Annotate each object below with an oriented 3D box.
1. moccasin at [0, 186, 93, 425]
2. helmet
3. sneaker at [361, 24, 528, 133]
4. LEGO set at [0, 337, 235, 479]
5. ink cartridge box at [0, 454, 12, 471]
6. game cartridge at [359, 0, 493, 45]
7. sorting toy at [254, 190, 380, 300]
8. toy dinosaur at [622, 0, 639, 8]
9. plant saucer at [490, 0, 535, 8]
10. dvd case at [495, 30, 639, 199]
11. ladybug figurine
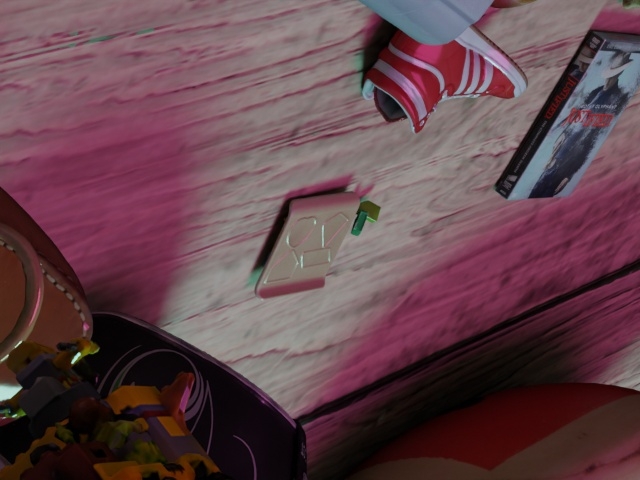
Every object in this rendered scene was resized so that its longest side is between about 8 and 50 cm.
[{"bbox_3d":[-0.186,0.014,0.667,0.139,0.147,0.380,-50,154,1],"label":"moccasin"},{"bbox_3d":[-0.101,0.134,0.967,0.161,0.169,0.169,-60,158,-19],"label":"helmet"},{"bbox_3d":[0.064,-0.083,1.053,0.067,0.042,0.118,-56,146,3],"label":"sneaker"},{"bbox_3d":[-0.192,0.102,0.541,0.331,0.192,0.255,-44,165,18],"label":"LEGO set"},{"bbox_3d":[-0.283,0.220,0.813,0.309,0.130,0.272,-15,139,-50],"label":"ink cartridge box"},{"bbox_3d":[0.094,-0.233,0.891,0.294,0.060,0.196,-53,150,8],"label":"game cartridge"},{"bbox_3d":[0.000,0.000,1.097,0.083,0.012,0.062,-10,129,-48],"label":"sorting toy"},{"bbox_3d":[0.251,-0.200,1.169,0.092,0.053,0.183,-24,150,-53],"label":"toy dinosaur"},{"bbox_3d":[0.120,-0.157,1.074,0.083,0.015,0.083,-37,151,-25],"label":"plant saucer"},{"bbox_3d":[0.163,-0.077,1.251,0.087,0.013,0.119,-3,128,-56],"label":"dvd case"},{"bbox_3d":[0.127,0.223,1.427,0.449,0.162,0.305,-7,131,-54],"label":"ladybug figurine"}]
